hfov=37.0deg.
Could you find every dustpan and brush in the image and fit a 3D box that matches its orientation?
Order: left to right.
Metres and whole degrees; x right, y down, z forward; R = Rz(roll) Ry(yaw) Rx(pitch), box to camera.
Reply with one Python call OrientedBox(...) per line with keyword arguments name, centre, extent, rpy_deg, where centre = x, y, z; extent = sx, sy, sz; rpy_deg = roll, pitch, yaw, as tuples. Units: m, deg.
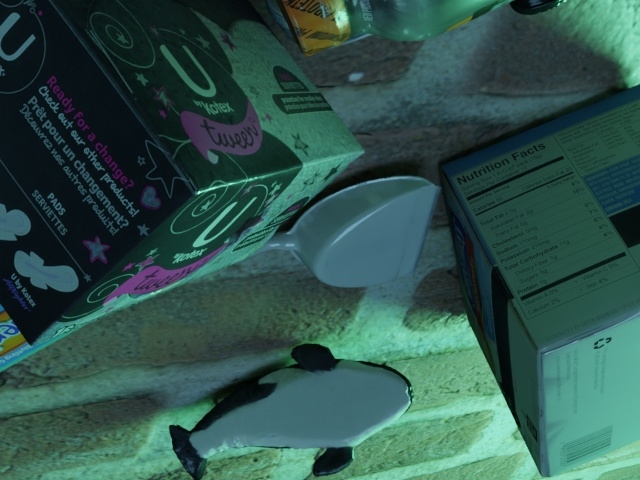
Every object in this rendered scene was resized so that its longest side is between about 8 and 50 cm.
OrientedBox(name="dustpan and brush", centre=(0.000, 0.000, 0.929), extent=(0.211, 0.060, 0.147), rpy_deg=(-17, 145, -21))

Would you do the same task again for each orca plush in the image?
OrientedBox(name="orca plush", centre=(-0.029, 0.213, 1.155), extent=(0.287, 0.151, 0.102), rpy_deg=(-30, 177, 5))

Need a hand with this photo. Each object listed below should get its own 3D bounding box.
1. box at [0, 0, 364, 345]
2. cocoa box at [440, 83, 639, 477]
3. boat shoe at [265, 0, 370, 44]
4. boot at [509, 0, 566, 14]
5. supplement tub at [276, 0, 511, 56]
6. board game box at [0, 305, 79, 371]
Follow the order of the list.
OrientedBox(name="box", centre=(-0.103, -0.063, 0.590), extent=(0.142, 0.163, 0.247), rpy_deg=(-41, 173, 24))
OrientedBox(name="cocoa box", centre=(0.285, 0.055, 1.005), extent=(0.231, 0.228, 0.347), rpy_deg=(-23, 146, 0))
OrientedBox(name="boat shoe", centre=(0.069, -0.205, 0.675), extent=(0.227, 0.079, 0.081), rpy_deg=(-26, 162, 4))
OrientedBox(name="boot", centre=(0.188, -0.236, 0.718), extent=(0.121, 0.045, 0.099), rpy_deg=(-32, 148, 0))
OrientedBox(name="supplement tub", centre=(0.102, -0.238, 0.533), extent=(0.316, 0.193, 0.193), rpy_deg=(-24, 146, 2))
OrientedBox(name="board game box", centre=(-0.301, 0.038, 0.799), extent=(0.160, 0.047, 0.210), rpy_deg=(-29, 146, 9))
